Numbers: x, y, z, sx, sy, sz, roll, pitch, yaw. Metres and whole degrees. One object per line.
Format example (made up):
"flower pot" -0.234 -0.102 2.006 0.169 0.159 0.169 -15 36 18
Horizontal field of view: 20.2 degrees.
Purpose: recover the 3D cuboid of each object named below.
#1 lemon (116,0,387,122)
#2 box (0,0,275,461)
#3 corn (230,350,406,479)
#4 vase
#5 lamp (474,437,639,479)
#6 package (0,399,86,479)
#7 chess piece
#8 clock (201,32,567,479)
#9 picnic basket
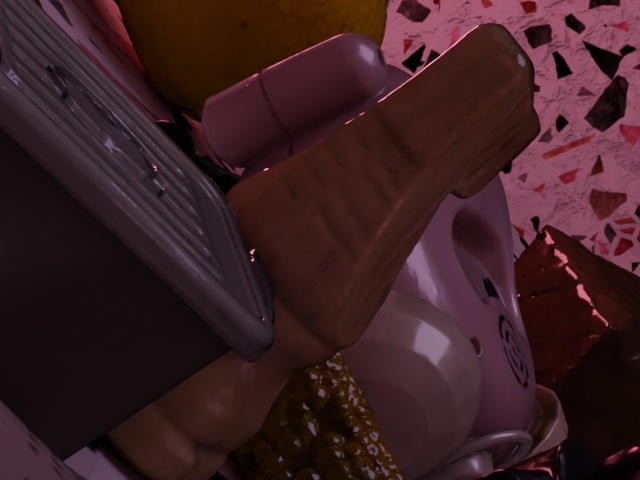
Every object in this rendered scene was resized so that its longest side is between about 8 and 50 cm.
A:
"lemon" -0.062 -0.228 1.621 0.245 0.245 0.320 -84 155 -76
"box" -0.146 -0.013 0.833 0.243 0.135 0.163 45 11 -32
"corn" 0.004 0.143 1.094 0.320 0.097 0.097 59 12 25
"vase" -0.089 -0.043 1.409 0.059 0.059 0.167 57 12 26
"lamp" 0.123 0.266 0.870 0.272 0.205 0.374 20 45 -55
"package" -0.145 0.102 0.656 0.204 0.062 0.251 47 15 -22
"chess piece" 0.000 0.000 0.974 0.137 0.301 0.137 48 10 -11
"clock" 0.060 0.048 1.369 0.342 0.184 0.325 29 44 -56
"picnic basket" 0.311 0.175 1.890 0.321 0.254 0.291 35 16 -26
